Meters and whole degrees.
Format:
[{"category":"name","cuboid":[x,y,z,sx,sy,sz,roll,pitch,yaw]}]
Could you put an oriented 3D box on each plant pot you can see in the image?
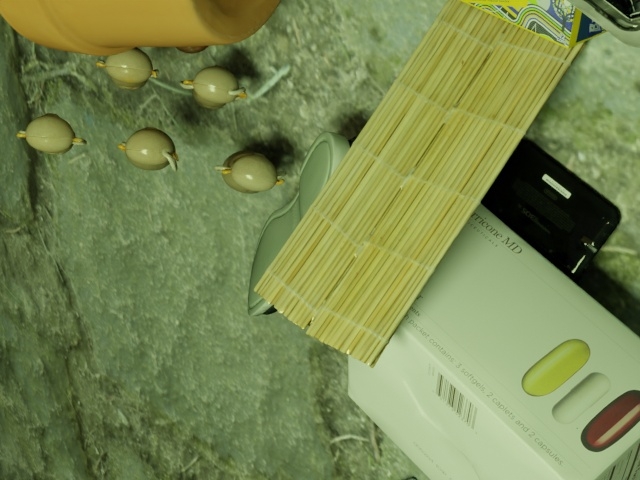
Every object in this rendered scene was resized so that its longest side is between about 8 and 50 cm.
[{"category":"plant pot","cuboid":[-0.151,-0.304,1.123,0.203,0.291,0.291,18,126,25]}]

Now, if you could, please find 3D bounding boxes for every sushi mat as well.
[{"category":"sushi mat","cuboid":[0.076,-0.055,0.982,0.151,0.317,0.019,32,177,40]}]

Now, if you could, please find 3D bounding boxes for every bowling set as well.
[{"category":"bowling set","cuboid":[-0.170,-0.163,1.272,0.154,0.286,0.200,-158,75,-81]}]

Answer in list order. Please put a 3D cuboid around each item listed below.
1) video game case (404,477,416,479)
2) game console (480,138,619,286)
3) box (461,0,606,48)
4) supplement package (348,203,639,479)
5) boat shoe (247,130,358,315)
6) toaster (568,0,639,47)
[{"category":"video game case","cuboid":[0.106,0.465,1.441,0.329,0.036,0.300,61,145,5]},{"category":"game console","cuboid":[0.199,-0.013,1.047,0.122,0.071,0.107,42,109,28]},{"category":"box","cuboid":[0.152,-0.214,0.948,0.169,0.054,0.059,35,135,37]},{"category":"supplement package","cuboid":[0.160,0.130,1.034,0.262,0.145,0.204,43,154,28]},{"category":"boat shoe","cuboid":[0.000,0.000,1.239,0.302,0.091,0.114,129,147,-57]},{"category":"toaster","cuboid":[0.228,-0.212,0.740,0.168,0.185,0.110,-10,64,46]}]
